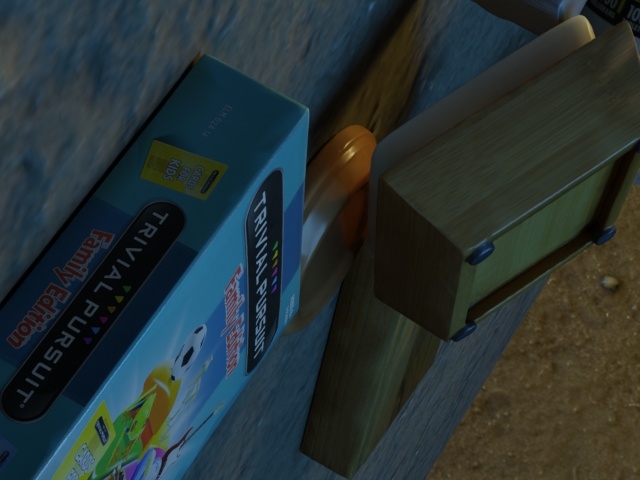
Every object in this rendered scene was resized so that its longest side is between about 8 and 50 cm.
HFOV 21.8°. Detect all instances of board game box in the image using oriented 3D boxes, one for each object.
[{"bbox_3d":[-0.126,0.092,0.996,0.336,0.079,0.253,-55,165,-26],"label":"board game box"}]

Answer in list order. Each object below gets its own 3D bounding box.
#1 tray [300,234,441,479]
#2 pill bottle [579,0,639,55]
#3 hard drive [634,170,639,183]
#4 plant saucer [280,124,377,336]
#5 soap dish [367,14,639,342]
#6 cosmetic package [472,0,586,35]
[{"bbox_3d":[0.087,0.058,1.741,0.203,0.076,0.411,-51,164,-38],"label":"tray"},{"bbox_3d":[0.431,-0.376,1.895,0.188,0.188,0.334,-39,154,-58],"label":"pill bottle"},{"bbox_3d":[0.320,-0.138,1.894,0.353,0.233,0.047,-40,126,-57],"label":"hard drive"},{"bbox_3d":[0.000,0.000,1.375,0.200,0.037,0.200,-55,165,-23],"label":"plant saucer"},{"bbox_3d":[0.154,-0.039,1.366,0.229,0.118,0.291,-33,163,-10],"label":"soap dish"},{"bbox_3d":[0.193,-0.291,1.315,0.238,0.127,0.107,-61,167,-9],"label":"cosmetic package"}]
